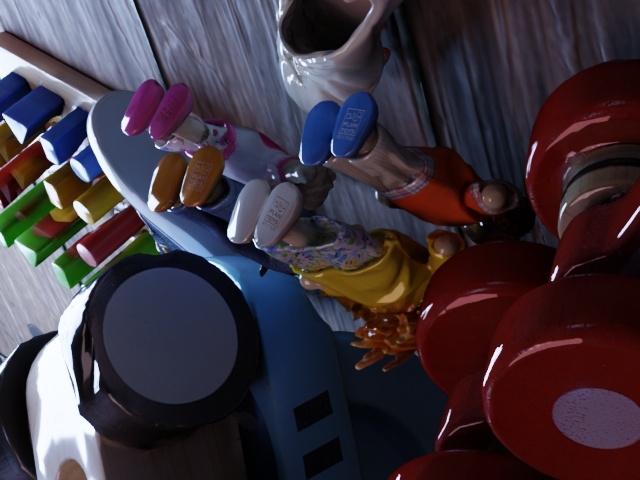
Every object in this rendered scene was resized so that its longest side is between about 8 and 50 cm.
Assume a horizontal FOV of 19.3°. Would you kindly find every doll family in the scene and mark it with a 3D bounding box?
[{"bbox_3d":[0.000,0.000,1.017,0.163,0.118,0.263,27,171,-37],"label":"doll family"}]

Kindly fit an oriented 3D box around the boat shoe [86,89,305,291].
[{"bbox_3d":[-0.093,-0.014,1.239,0.183,0.065,0.083,47,151,-3],"label":"boat shoe"}]

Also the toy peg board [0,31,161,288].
[{"bbox_3d":[-0.182,-0.040,1.330,0.161,0.079,0.161,29,149,34],"label":"toy peg board"}]

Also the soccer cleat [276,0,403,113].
[{"bbox_3d":[0.003,-0.108,0.939,0.068,0.076,0.196,45,155,5],"label":"soccer cleat"}]

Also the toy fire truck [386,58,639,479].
[{"bbox_3d":[0.177,0.078,0.833,0.254,0.169,0.302,23,135,-7],"label":"toy fire truck"}]

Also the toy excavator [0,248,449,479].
[{"bbox_3d":[0.052,0.214,1.158,0.222,0.445,0.433,-38,60,57],"label":"toy excavator"}]
